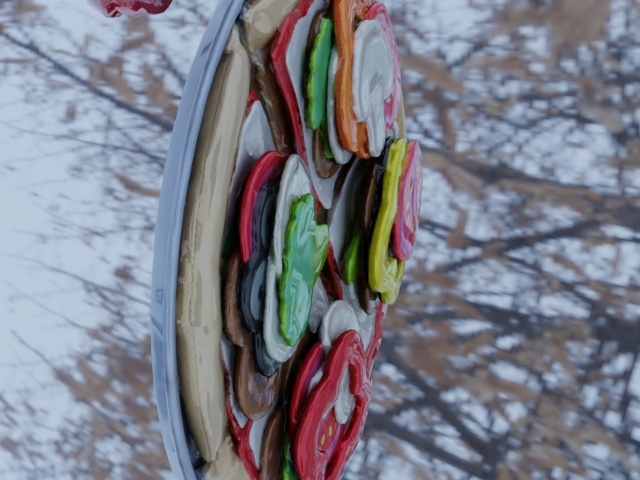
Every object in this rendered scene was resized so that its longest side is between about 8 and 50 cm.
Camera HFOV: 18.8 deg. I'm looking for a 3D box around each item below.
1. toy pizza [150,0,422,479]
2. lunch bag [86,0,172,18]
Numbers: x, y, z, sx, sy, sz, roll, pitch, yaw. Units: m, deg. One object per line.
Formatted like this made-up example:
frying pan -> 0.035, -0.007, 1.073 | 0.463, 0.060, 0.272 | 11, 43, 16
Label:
toy pizza -> 0.000, 0.000, 0.614 | 0.032, 0.201, 0.201 | 7, -86, 19
lunch bag -> -0.067, -0.211, 0.432 | 0.120, 0.293, 0.258 | 2, -59, 2
